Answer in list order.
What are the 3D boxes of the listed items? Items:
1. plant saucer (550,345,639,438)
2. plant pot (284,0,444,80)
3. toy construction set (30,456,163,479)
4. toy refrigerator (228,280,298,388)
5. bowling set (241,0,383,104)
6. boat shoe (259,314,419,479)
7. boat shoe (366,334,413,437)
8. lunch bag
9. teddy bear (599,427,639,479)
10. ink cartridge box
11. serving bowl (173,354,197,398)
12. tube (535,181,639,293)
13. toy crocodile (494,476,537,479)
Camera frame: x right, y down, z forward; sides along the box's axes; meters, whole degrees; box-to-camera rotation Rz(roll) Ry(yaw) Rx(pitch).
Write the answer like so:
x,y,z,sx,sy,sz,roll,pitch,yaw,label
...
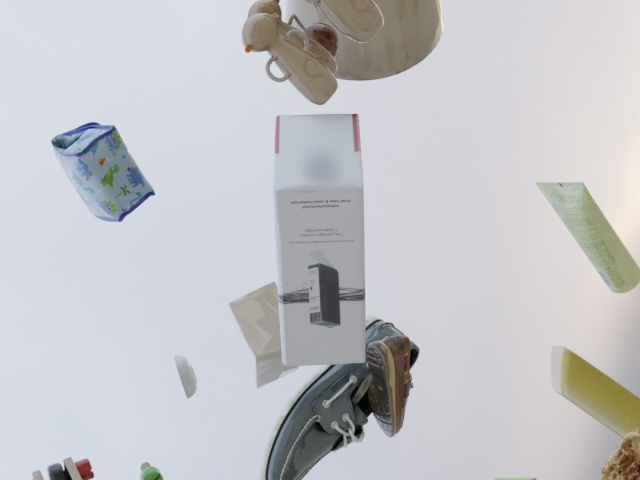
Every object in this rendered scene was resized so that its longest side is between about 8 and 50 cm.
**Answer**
x,y,z,sx,sy,sz,roll,pitch,yaw,label
0.583,0.334,2.516,0.081,0.333,0.333,-55,-8,1,plant saucer
0.060,-0.428,1.941,0.274,0.256,0.256,83,-153,-53,plant pot
-0.398,0.484,1.955,0.237,0.309,0.257,39,115,62,toy construction set
-0.089,0.162,2.159,0.094,0.102,0.269,-25,-15,-9,toy refrigerator
-0.020,-0.277,1.528,0.287,0.154,0.200,-56,14,-26,bowling set
0.030,0.247,1.877,0.319,0.099,0.116,-51,-32,-25,boat shoe
0.107,0.210,1.843,0.060,0.064,0.178,-23,-50,-23,boat shoe
-0.334,-0.103,1.913,0.096,0.151,0.129,-41,-65,-27,lunch bag
0.401,0.188,1.097,0.245,0.338,0.113,49,-174,-24,teddy bear
0.000,0.000,1.660,0.197,0.114,0.273,-91,0,-56,ink cartridge box
-0.244,0.247,2.347,0.083,0.027,0.083,163,90,-84,serving bowl
0.436,-0.013,2.038,0.240,0.070,0.062,48,-160,-30,tube
0.309,0.470,1.997,0.340,0.115,0.105,86,-165,-46,toy crocodile
